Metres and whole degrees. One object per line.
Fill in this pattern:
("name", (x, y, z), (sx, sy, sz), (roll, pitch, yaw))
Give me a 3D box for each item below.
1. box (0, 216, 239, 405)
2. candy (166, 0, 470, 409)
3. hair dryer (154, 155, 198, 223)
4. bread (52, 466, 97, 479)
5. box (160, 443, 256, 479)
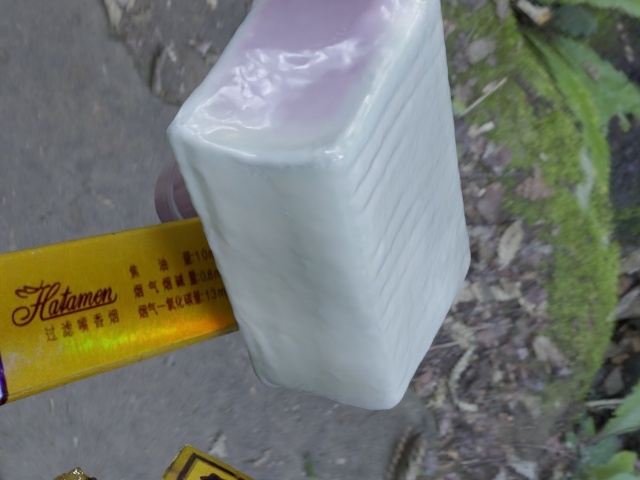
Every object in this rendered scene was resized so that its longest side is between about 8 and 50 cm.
("box", (-0.288, 0.073, 1.061), (0.415, 0.264, 0.116), (-12, 92, -52))
("candy", (0.018, -0.035, 1.030), (0.145, 0.359, 0.208), (14, 55, 22))
("hair dryer", (0.000, 0.000, 1.403), (0.352, 0.210, 0.125), (31, 74, -15))
("bread", (-0.302, 0.451, 1.487), (0.167, 0.277, 0.325), (24, 65, 9))
("box", (-0.026, 0.324, 1.052), (0.301, 0.084, 0.193), (28, 109, 3))
